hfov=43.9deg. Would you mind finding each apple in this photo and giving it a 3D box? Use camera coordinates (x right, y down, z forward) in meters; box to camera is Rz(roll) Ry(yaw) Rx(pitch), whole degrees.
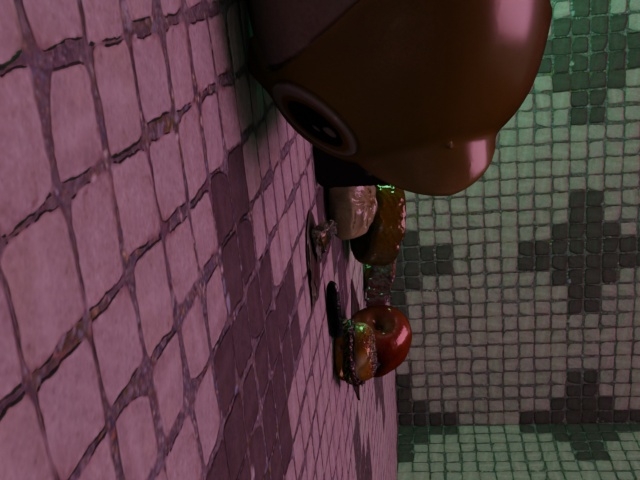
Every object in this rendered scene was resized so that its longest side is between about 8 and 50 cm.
[{"bbox_3d":[0.144,0.259,2.026,0.199,0.199,0.199,-3,90,-82],"label":"apple"}]

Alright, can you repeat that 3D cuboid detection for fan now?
[{"bbox_3d":[-0.010,0.093,1.505,0.182,0.010,0.310,72,16,-62],"label":"fan"}]

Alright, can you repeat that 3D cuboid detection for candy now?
[{"bbox_3d":[0.155,-0.057,2.149,0.260,0.118,0.260,-178,-90,-73],"label":"candy"}]

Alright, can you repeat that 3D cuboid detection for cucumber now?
[{"bbox_3d":[0.030,0.147,1.708,0.032,0.032,0.133,-76,163,-64],"label":"cucumber"}]

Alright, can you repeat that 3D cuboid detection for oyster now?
[{"bbox_3d":[0.000,0.001,1.529,0.098,0.037,0.100,-54,162,-53],"label":"oyster"}]

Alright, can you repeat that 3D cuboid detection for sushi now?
[{"bbox_3d":[0.204,0.123,2.701,0.161,0.107,0.241,61,36,-72],"label":"sushi"}]

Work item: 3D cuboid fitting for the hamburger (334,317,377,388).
[{"bbox_3d":[0.084,0.259,1.834,0.189,0.093,0.164,60,28,-77],"label":"hamburger"}]

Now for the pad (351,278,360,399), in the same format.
[{"bbox_3d":[0.101,0.285,2.266,0.202,0.005,0.300,73,17,-62],"label":"pad"}]

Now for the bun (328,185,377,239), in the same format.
[{"bbox_3d":[0.074,-0.086,1.819,0.164,0.111,0.188,-81,169,-45],"label":"bun"}]

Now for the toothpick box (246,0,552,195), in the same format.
[{"bbox_3d":[0.096,-0.307,1.056,0.409,0.408,0.425,-77,161,-62],"label":"toothpick box"}]

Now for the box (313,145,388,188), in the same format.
[{"bbox_3d":[0.083,-0.283,1.593,0.058,0.211,0.350,-71,158,-75],"label":"box"}]
